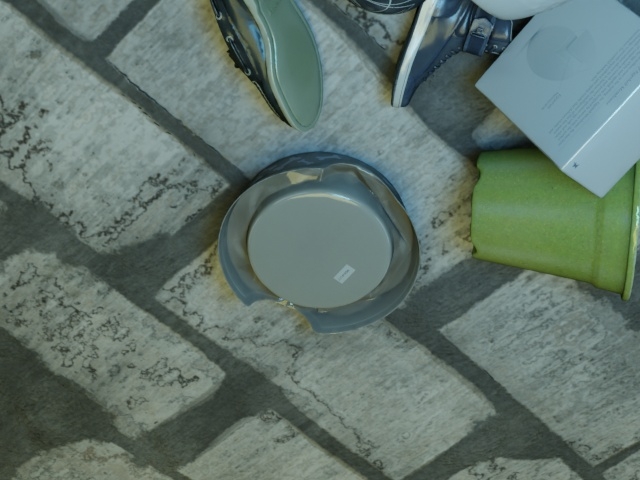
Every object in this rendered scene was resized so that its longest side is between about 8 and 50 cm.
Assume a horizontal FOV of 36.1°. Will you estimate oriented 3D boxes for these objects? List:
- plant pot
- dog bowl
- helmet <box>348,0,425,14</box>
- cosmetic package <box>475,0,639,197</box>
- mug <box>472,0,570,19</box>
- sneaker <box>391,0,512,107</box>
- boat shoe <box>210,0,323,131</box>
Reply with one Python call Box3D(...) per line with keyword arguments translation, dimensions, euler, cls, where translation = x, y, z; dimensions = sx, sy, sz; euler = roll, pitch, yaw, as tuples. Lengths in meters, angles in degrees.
Box3D(translation=(0.377, -0.050, 1.586), dimensions=(0.254, 0.276, 0.276), euler=(4, 125, 15), cls="plant pot")
Box3D(translation=(0.000, 0.000, 1.717), dimensions=(0.349, 0.102, 0.348), euler=(2, 125, 3), cls="dog bowl")
Box3D(translation=(0.088, -0.406, 1.401), dimensions=(0.170, 0.169, 0.161), euler=(4, 107, 1), cls="helmet")
Box3D(translation=(0.391, -0.226, 1.423), dimensions=(0.138, 0.224, 0.224), euler=(24, 114, -44), cls="cosmetic package")
Box3D(translation=(0.281, -0.498, 1.288), dimensions=(0.328, 0.276, 0.374), euler=(-42, 82, 31), cls="mug")
Box3D(translation=(0.207, -0.286, 1.518), dimensions=(0.164, 0.086, 0.226), euler=(18, 122, -5), cls="sneaker")
Box3D(translation=(-0.099, -0.317, 1.507), dimensions=(0.113, 0.127, 0.340), euler=(6, 138, 36), cls="boat shoe")
